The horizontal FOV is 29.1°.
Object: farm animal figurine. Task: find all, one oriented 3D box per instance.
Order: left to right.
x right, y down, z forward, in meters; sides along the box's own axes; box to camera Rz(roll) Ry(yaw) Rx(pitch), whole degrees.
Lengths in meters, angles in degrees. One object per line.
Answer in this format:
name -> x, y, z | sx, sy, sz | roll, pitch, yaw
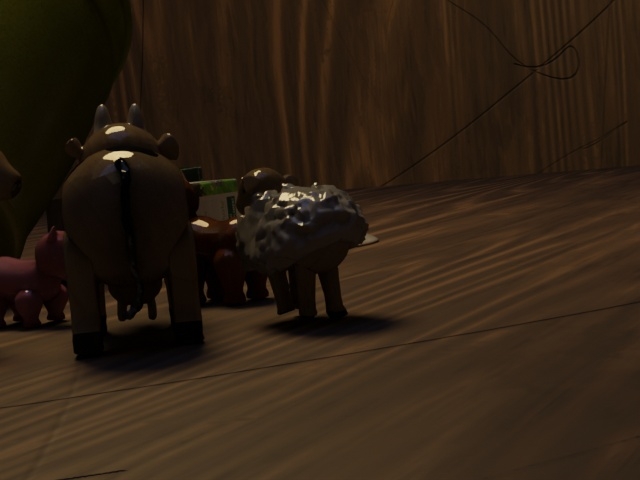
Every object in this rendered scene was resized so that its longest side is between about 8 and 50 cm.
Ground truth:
farm animal figurine -> -0.173, -0.016, 0.923 | 0.330, 0.172, 0.327 | -8, 5, -26

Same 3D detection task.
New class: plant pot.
plant pot -> -0.401, -0.137, 1.293 | 0.366, 0.366, 0.353 | -5, 47, 7

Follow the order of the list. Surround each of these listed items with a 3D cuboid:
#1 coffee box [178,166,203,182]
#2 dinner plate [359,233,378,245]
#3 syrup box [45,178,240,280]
coffee box -> -0.207, -0.051, 1.804 | 0.040, 0.113, 0.184 | -11, 7, -20
dinner plate -> 0.000, 0.000, 1.497 | 0.141, 0.017, 0.141 | -6, 3, 0
syrup box -> -0.202, -0.014, 1.438 | 0.096, 0.093, 0.237 | -2, 6, 35
